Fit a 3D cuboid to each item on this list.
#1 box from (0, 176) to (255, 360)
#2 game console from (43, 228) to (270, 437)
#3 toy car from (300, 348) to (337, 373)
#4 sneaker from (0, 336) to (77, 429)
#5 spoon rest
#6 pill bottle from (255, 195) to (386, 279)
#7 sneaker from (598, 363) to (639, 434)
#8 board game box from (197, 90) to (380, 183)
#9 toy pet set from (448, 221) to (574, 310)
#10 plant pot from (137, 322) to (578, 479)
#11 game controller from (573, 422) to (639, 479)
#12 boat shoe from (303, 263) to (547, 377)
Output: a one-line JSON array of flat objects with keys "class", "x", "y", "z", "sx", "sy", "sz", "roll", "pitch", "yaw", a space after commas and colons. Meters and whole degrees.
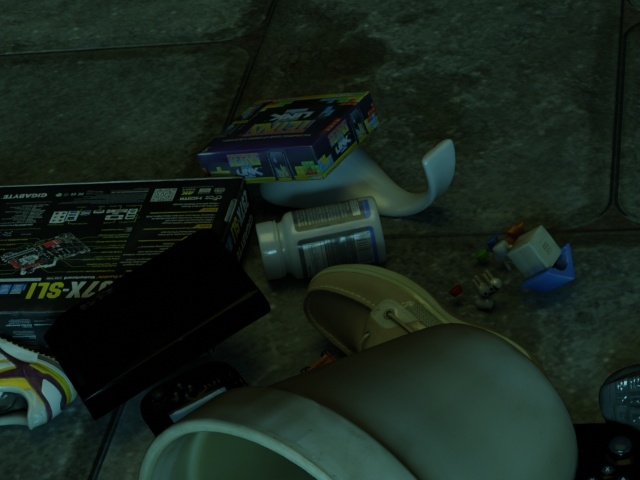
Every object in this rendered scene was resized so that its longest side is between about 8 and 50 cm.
[{"class": "box", "x": -0.255, "y": 0.031, "z": 2.113, "sx": 0.322, "sy": 0.079, "sz": 0.257, "roll": -2, "pitch": 36, "yaw": 12}, {"class": "game console", "x": -0.119, "y": 0.141, "z": 1.848, "sx": 0.213, "sy": 0.044, "sz": 0.361, "roll": -33, "pitch": 45, "yaw": -9}, {"class": "toy car", "x": -0.023, "y": 0.161, "z": 1.908, "sx": 0.122, "sy": 0.060, "sz": 0.040, "roll": -40, "pitch": 86, "yaw": -13}, {"class": "sneaker", "x": -0.351, "y": 0.149, "z": 1.968, "sx": 0.185, "sy": 0.069, "sz": 0.084, "roll": 10, "pitch": 33, "yaw": 30}, {"class": "spoon rest", "x": 0.044, "y": -0.074, "z": 2.204, "sx": 0.276, "sy": 0.084, "sz": 0.137, "roll": 4, "pitch": 33, "yaw": 43}, {"class": "pill bottle", "x": 0.000, "y": 0.000, "z": 2.086, "sx": 0.137, "sy": 0.078, "sz": 0.078, "roll": -11, "pitch": 33, "yaw": -1}, {"class": "sneaker", "x": 0.405, "y": 0.146, "z": 1.756, "sx": 0.286, "sy": 0.109, "sz": 0.130, "roll": 1, "pitch": 25, "yaw": 5}, {"class": "board game box", "x": -0.038, "y": -0.121, "z": 2.204, "sx": 0.170, "sy": 0.048, "sz": 0.141, "roll": -2, "pitch": 28, "yaw": 35}, {"class": "toy pet set", "x": 0.217, "y": 0.032, "z": 2.018, "sx": 0.114, "sy": 0.065, "sz": 0.122, "roll": -30, "pitch": 13, "yaw": 41}, {"class": "plant pot", "x": 0.061, "y": 0.217, "z": 1.537, "sx": 0.323, "sy": 0.323, "sz": 0.280, "roll": 19, "pitch": 40, "yaw": 37}, {"class": "game controller", "x": 0.143, "y": 0.239, "z": 1.701, "sx": 0.319, "sy": 0.067, "sz": 0.166, "roll": -4, "pitch": 34, "yaw": 11}, {"class": "boat shoe", "x": 0.084, "y": 0.114, "z": 1.872, "sx": 0.302, "sy": 0.109, "sz": 0.098, "roll": 27, "pitch": 47, "yaw": 35}]
